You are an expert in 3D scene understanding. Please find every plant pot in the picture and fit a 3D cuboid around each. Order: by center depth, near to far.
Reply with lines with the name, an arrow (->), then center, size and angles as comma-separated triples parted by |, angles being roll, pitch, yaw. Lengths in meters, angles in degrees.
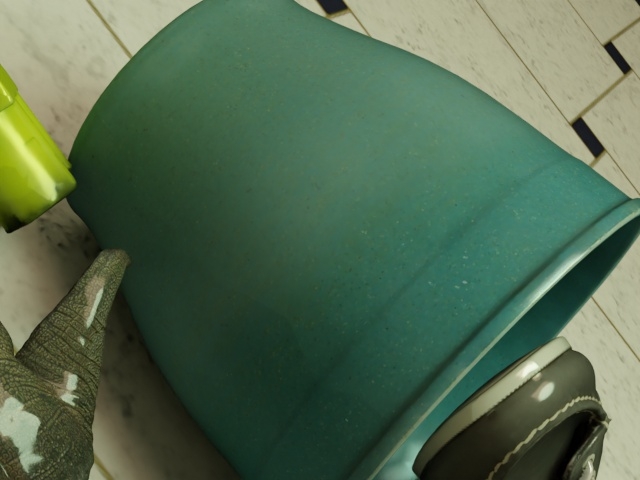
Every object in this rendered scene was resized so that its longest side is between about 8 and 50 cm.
plant pot -> 0.000, 0.000, 0.757 | 0.255, 0.272, 0.271 | 43, 27, 14

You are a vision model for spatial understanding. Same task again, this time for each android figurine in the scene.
android figurine -> -0.219, -0.126, 0.641 | 0.273, 0.056, 0.248 | 54, -4, -16

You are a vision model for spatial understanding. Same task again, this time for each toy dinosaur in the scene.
toy dinosaur -> -0.168, 0.097, 0.570 | 0.160, 0.121, 0.313 | 61, 23, -8

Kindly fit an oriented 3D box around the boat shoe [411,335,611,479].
boat shoe -> 0.116, 0.141, 0.745 | 0.095, 0.112, 0.335 | 50, -12, 16
